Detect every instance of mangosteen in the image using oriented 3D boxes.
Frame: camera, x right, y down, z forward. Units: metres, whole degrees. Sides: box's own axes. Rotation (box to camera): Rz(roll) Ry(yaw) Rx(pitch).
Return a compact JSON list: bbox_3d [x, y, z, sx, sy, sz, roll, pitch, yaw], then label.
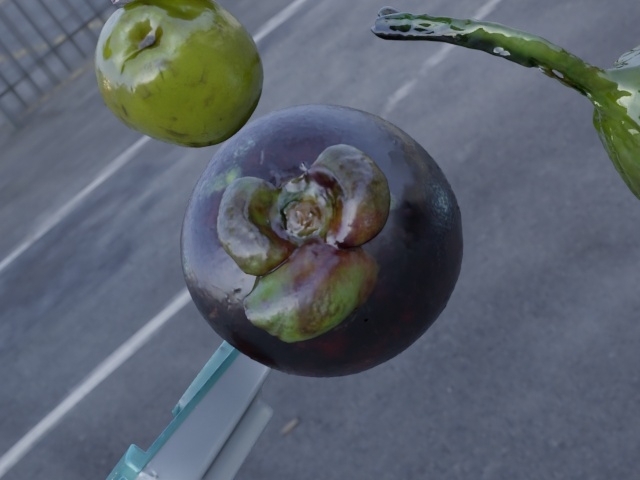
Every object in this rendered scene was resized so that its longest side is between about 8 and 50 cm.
[{"bbox_3d":[0.000,0.000,1.242,0.288,0.288,0.288,-33,19,13],"label":"mangosteen"}]

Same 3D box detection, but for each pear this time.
[{"bbox_3d":[-0.093,-0.112,0.850,0.107,0.107,0.131,-35,-12,8],"label":"pear"}]

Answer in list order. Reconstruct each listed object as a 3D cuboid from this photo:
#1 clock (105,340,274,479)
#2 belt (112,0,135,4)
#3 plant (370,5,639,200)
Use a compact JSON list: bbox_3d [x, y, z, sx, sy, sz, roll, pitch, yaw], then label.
[{"bbox_3d":[-0.149,0.248,1.447,0.231,0.116,0.262,-50,0,-38],"label":"clock"},{"bbox_3d":[-0.096,-0.268,0.897,0.201,0.124,0.128,-41,43,-13],"label":"belt"},{"bbox_3d":[0.231,-0.092,1.024,0.333,0.180,0.251,3,2,-23],"label":"plant"}]
